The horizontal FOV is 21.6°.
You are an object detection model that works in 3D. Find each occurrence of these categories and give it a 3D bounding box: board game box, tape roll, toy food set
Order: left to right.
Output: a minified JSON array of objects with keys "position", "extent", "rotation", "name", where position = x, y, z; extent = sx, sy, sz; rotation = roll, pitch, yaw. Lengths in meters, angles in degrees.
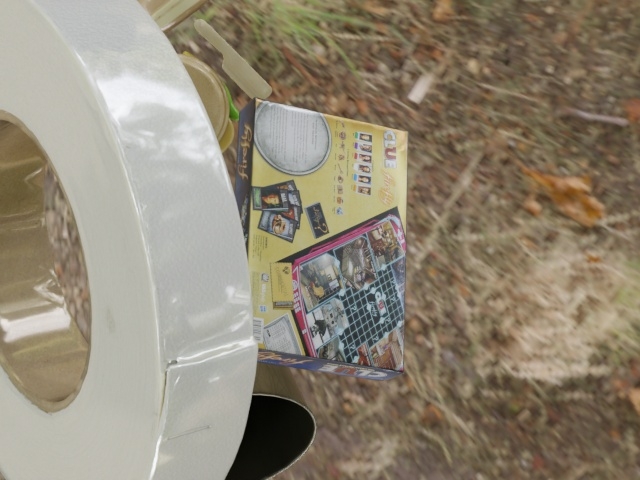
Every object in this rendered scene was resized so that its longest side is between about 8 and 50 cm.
[{"position":[-0.174,0.009,1.137],"extent":[0.072,0.392,0.392],"rotation":[-13,106,-33],"name":"tape roll"},{"position":[-0.158,-0.139,1.840],"extent":[0.192,0.038,0.132],"rotation":[-42,89,1],"name":"toy food set"},{"position":[0.000,0.000,1.563],"extent":[0.165,0.042,0.243],"rotation":[11,68,-23],"name":"board game box"}]

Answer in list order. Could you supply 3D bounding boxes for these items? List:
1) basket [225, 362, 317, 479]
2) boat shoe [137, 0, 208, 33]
[{"position":[-0.125,0.125,1.695],"extent":[0.204,0.227,0.154],"rotation":[-18,136,2],"name":"basket"},{"position":[-0.158,-0.267,1.473],"extent":[0.121,0.341,0.110],"rotation":[-34,115,5],"name":"boat shoe"}]
